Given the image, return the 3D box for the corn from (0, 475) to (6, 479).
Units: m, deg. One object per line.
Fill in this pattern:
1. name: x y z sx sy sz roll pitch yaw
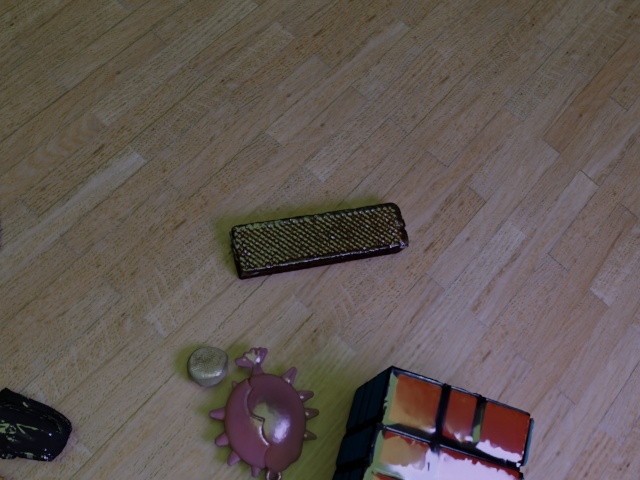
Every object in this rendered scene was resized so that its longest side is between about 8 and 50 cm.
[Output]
1. corn: -0.695 0.444 1.183 0.291 0.101 0.101 0 70 -9

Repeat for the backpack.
1. backpack: -0.544 0.346 1.244 0.165 0.120 0.106 24 89 -1

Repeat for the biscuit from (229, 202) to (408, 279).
1. biscuit: 0.000 0.000 1.497 0.387 0.073 0.107 -9 73 -13

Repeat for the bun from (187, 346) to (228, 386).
1. bun: -0.224 0.255 1.366 0.086 0.055 0.086 1 46 -1

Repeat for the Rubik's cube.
1. Rubik's cube: 0.188 0.423 1.260 0.293 0.288 0.284 21 66 -1

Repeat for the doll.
1. doll: -0.110 0.339 1.337 0.211 0.093 0.262 -15 74 -12
